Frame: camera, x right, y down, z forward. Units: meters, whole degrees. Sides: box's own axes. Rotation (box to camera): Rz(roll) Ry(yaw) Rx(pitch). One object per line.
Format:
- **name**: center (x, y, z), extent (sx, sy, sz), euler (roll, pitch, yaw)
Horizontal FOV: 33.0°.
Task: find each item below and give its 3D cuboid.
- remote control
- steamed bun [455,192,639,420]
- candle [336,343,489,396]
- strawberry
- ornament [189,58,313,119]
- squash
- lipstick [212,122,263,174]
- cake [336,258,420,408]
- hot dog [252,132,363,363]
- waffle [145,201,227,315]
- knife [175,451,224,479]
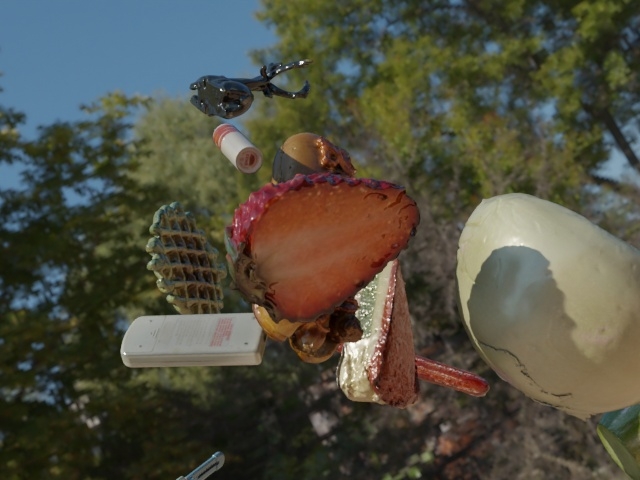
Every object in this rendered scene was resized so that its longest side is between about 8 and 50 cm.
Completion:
- **remote control**: center (-0.163, 0.129, 1.399), extent (0.190, 0.029, 0.087), euler (-3, 33, 9)
- **steamed bun**: center (0.314, 0.097, 1.436), extent (0.233, 0.334, 0.312), euler (-60, -15, -1)
- **candle**: center (0.171, 0.243, 2.111), extent (0.051, 0.329, 0.048), euler (46, -119, -74)
- **strawberry**: center (-0.006, -0.013, 1.287), extent (0.237, 0.111, 0.190), euler (-21, -58, -16)
- **ornament**: center (-0.108, -0.290, 2.036), extent (0.236, 0.080, 0.202), euler (-12, 18, -24)
- **squash**: center (0.530, 0.310, 1.741), extent (0.123, 0.170, 0.170), euler (-35, -11, -9)
- **lipstick**: center (-0.112, -0.124, 1.443), extent (0.038, 0.038, 0.130), euler (-26, 26, -9)
- **cake**: center (0.075, 0.141, 1.589), extent (0.086, 0.220, 0.117), euler (-8, 1, 32)
- **hot dog**: center (0.000, 0.000, 1.447), extent (0.117, 0.348, 0.158), euler (-22, -50, 29)
- **waffle**: center (-0.332, 0.060, 2.686), extent (0.056, 0.291, 0.309), euler (-22, -53, 22)
- **knife**: center (-0.127, 0.248, 1.140), extent (0.010, 0.027, 0.096), euler (5, 17, 27)
